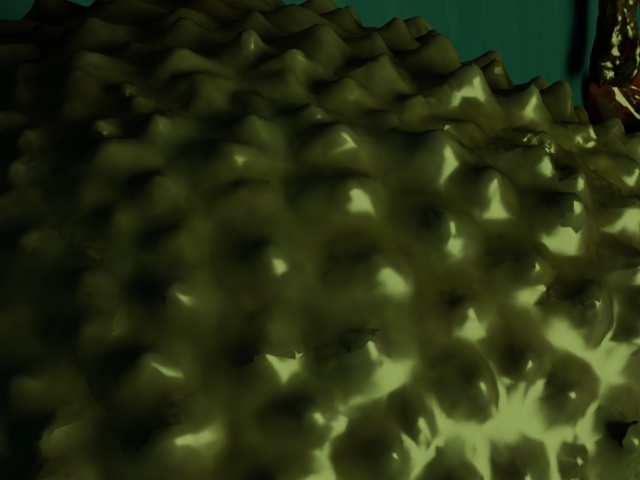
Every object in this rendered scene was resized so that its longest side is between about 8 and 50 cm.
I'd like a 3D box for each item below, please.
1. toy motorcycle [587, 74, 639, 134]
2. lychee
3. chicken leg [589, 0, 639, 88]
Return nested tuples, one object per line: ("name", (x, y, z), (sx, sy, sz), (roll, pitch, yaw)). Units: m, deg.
("toy motorcycle", (0.338, -0.053, 1.639), (0.089, 0.171, 0.298), (-40, 150, 14))
("lychee", (-0.028, 0.068, 0.809), (0.380, 0.432, 0.380), (170, -90, -88))
("chicken leg", (0.278, -0.288, 1.531), (0.177, 0.083, 0.322), (70, 39, -53))
